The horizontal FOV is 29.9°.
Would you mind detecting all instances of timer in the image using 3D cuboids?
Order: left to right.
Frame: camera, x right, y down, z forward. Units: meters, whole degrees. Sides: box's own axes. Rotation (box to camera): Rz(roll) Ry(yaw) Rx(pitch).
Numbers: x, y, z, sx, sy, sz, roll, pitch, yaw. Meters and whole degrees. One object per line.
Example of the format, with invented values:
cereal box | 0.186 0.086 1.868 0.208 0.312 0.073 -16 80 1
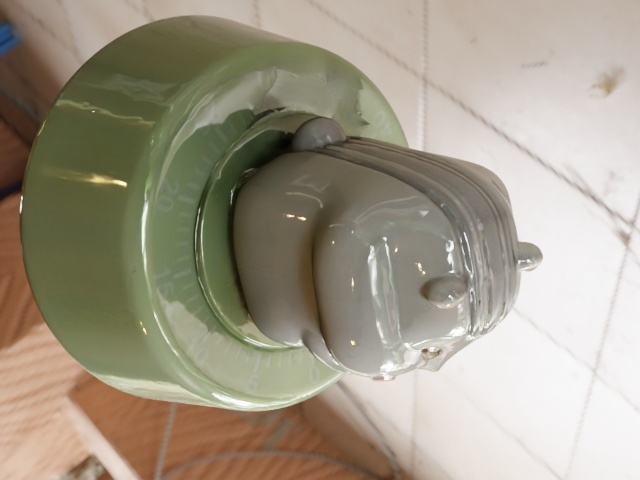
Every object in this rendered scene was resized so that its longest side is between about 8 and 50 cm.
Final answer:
timer | 0.000 0.000 0.798 0.315 0.291 0.290 14 137 48
